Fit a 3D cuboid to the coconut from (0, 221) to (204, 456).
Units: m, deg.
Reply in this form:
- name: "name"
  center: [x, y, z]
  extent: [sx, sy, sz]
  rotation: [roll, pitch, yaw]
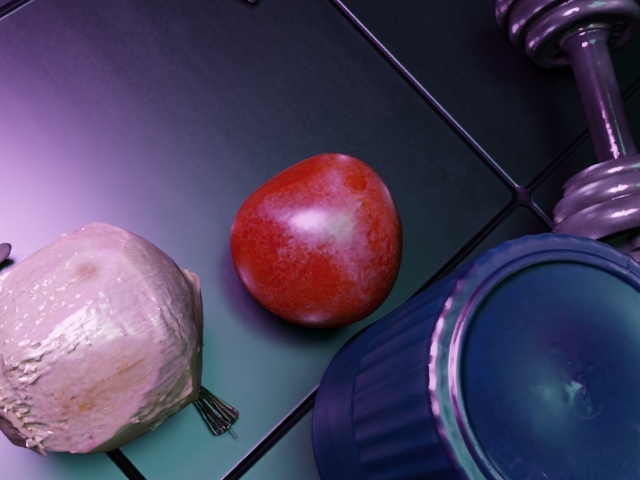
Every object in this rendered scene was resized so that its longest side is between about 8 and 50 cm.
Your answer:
- name: "coconut"
  center: [-0.181, 0.078, 0.688]
  extent: [0.194, 0.194, 0.194]
  rotation: [5, 70, -13]

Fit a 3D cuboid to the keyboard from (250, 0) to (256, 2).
- name: "keyboard"
  center: [-0.148, -0.330, 0.926]
  extent: [0.196, 0.015, 0.074]
  rotation: [24, 71, -5]

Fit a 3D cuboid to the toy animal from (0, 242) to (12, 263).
- name: "toy animal"
  center: [-0.366, 0.055, 0.693]
  extent: [0.155, 0.095, 0.219]
  rotation: [36, 66, -5]

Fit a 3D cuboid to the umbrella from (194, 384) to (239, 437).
- name: "umbrella"
  center: [-0.103, 0.149, 0.769]
  extent: [0.083, 0.020, 0.031]
  rotation: [44, 66, 9]

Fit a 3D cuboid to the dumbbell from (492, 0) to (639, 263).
- name: "dumbbell"
  center: [0.300, -0.143, 0.889]
  extent: [0.179, 0.179, 0.406]
  rotation: [-5, 72, -16]

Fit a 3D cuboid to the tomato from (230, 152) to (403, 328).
- name: "tomato"
  center: [0.000, 0.000, 0.777]
  extent: [0.167, 0.167, 0.167]
  rotation: [5, 70, -13]

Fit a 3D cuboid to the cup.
- name: "cup"
  center: [0.118, 0.156, 0.675]
  extent: [0.308, 0.292, 0.242]
  rotation: [-29, 81, -23]
